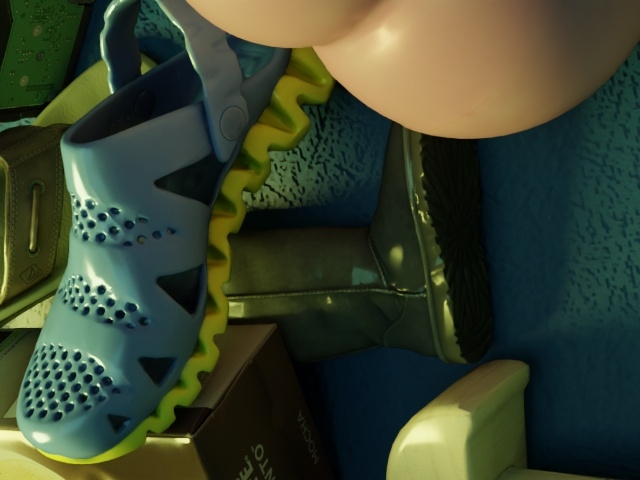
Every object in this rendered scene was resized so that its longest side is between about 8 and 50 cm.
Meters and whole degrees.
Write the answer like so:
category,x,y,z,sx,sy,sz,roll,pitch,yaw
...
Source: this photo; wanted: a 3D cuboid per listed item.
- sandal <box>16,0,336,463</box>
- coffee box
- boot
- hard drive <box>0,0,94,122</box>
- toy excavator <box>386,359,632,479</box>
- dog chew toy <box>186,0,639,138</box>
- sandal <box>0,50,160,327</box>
category,x,y,z,sx,sy,sz,roll,pitch,yaw
sandal,-0.108,-0.026,0.755,0.126,0.138,0.317,8,71,38
coffee box,-0.151,0.157,0.873,0.297,0.119,0.168,-4,119,30
boot,-0.001,-0.001,0.821,0.208,0.076,0.190,1,100,36
hard drive,-0.258,-0.179,0.766,0.064,0.339,0.237,30,114,23
toy excavator,0.268,0.094,0.620,0.433,0.222,0.445,32,122,22
dog chew toy,0.009,-0.175,0.625,0.206,0.331,0.207,-39,43,49
sandal,-0.213,-0.012,0.863,0.303,0.086,0.120,-42,71,-5
